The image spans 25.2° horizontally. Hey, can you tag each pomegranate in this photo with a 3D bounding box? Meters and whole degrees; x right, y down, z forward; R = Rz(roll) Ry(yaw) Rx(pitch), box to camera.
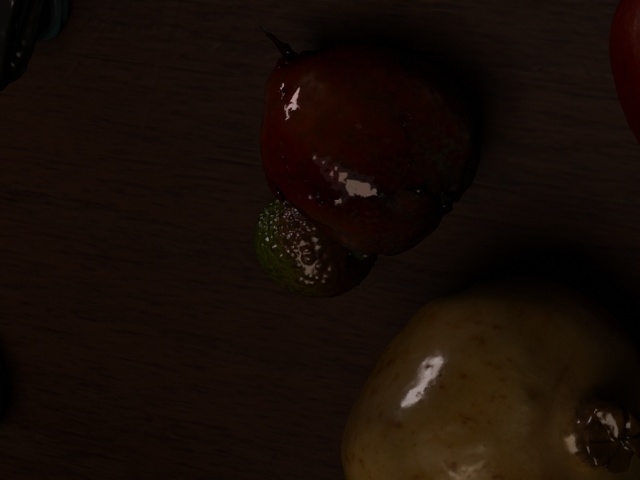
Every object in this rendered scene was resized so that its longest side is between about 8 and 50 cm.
[{"bbox_3d":[0.161,0.174,1.281,0.307,0.307,0.307,12,126,18],"label":"pomegranate"}]

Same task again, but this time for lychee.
[{"bbox_3d":[0.000,0.000,1.344,0.146,0.114,0.114,3,124,42],"label":"lychee"}]

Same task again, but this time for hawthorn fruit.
[{"bbox_3d":[0.027,-0.100,1.243,0.235,0.181,0.181,46,131,13],"label":"hawthorn fruit"}]

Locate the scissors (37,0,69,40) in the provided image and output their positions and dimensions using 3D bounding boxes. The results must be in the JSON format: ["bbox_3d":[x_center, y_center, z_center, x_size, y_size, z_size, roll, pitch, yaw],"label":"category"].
[{"bbox_3d":[-0.325,-0.315,1.330,0.138,0.041,0.289,3,126,24],"label":"scissors"}]

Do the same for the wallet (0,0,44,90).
[{"bbox_3d":[-0.420,-0.327,1.314,0.406,0.062,0.228,35,136,11],"label":"wallet"}]

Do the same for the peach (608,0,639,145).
[{"bbox_3d":[0.379,-0.117,0.989,0.338,0.281,0.281,33,130,9],"label":"peach"}]

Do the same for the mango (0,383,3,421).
[{"bbox_3d":[-0.437,0.175,1.684,0.130,0.092,0.194,16,132,13],"label":"mango"}]
